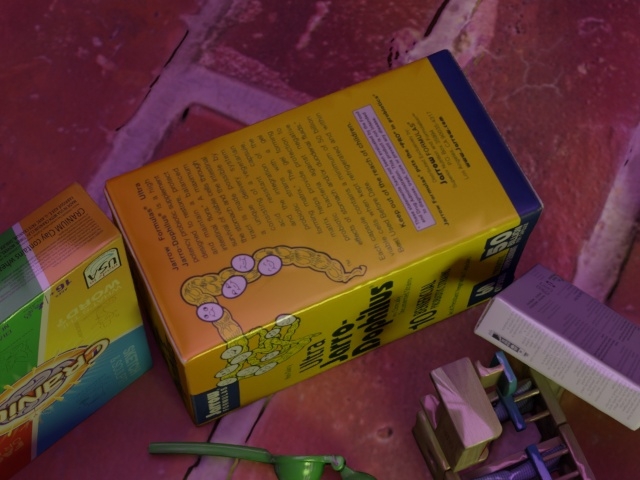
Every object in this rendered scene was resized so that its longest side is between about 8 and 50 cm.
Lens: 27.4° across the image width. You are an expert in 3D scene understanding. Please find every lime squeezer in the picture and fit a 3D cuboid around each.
[{"bbox_3d":[-0.010,0.245,1.234,0.310,0.059,0.110,35,99,12],"label":"lime squeezer"}]

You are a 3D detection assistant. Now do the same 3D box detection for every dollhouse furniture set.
[{"bbox_3d":[0.173,0.181,1.187,0.129,0.183,0.129,-20,68,-10],"label":"dollhouse furniture set"}]

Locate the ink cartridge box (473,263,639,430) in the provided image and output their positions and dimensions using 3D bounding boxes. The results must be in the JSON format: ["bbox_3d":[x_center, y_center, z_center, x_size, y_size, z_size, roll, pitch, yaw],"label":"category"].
[{"bbox_3d":[0.267,0.108,1.217,0.224,0.223,0.045,31,106,14],"label":"ink cartridge box"}]

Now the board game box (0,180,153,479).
[{"bbox_3d":[-0.268,0.107,1.135,0.242,0.316,0.064,-38,72,-17],"label":"board game box"}]

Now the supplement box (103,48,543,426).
[{"bbox_3d":[0.000,0.000,1.260,0.357,0.194,0.195,-23,68,-11],"label":"supplement box"}]
